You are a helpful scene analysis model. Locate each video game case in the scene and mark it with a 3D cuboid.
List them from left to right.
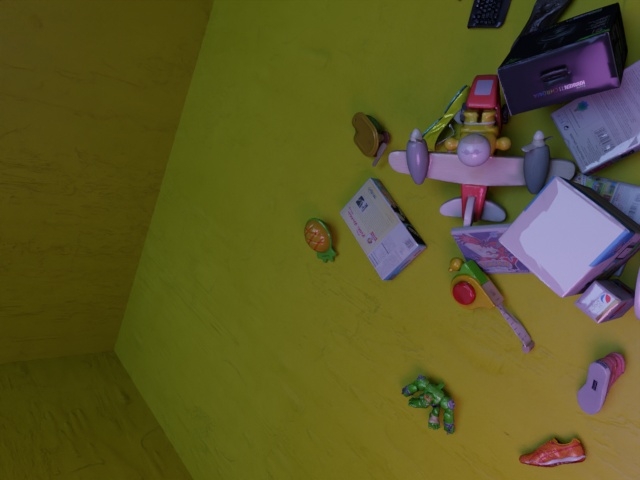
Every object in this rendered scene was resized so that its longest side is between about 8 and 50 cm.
[{"bbox_3d":[0.494,0.027,1.390,0.201,0.183,0.023,-4,43,44],"label":"video game case"},{"bbox_3d":[0.709,-0.049,1.276,0.206,0.026,0.227,25,105,42],"label":"video game case"}]

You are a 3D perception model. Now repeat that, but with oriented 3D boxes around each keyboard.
[{"bbox_3d":[0.511,-0.818,1.514,0.201,0.033,0.317,22,101,43],"label":"keyboard"}]

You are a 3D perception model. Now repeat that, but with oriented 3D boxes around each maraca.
[{"bbox_3d":[0.000,0.000,1.904,0.127,0.099,0.186,-10,106,51],"label":"maraca"}]

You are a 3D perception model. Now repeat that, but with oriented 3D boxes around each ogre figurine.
[{"bbox_3d":[0.346,0.502,1.544,0.197,0.096,0.118,-126,39,-49],"label":"ogre figurine"}]

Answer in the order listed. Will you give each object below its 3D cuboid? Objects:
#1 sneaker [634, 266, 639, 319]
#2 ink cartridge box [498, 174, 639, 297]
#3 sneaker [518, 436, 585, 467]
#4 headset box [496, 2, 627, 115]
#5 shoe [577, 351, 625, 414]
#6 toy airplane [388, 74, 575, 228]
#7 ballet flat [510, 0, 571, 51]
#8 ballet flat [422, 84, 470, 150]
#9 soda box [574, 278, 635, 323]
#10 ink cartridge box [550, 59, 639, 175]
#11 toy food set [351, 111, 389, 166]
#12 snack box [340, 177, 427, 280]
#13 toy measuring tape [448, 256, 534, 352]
[{"bbox_3d":[0.825,0.058,1.097,0.169,0.108,0.293,18,96,45],"label":"sneaker"},{"bbox_3d":[0.607,-0.007,1.167,0.197,0.270,0.198,51,121,31],"label":"ink cartridge box"},{"bbox_3d":[0.614,0.566,1.312,0.175,0.064,0.067,-29,48,33],"label":"sneaker"},{"bbox_3d":[0.598,-0.441,1.213,0.246,0.283,0.131,-7,121,41],"label":"headset box"},{"bbox_3d":[0.705,0.357,1.229,0.063,0.081,0.178,44,146,49],"label":"shoe"},{"bbox_3d":[0.431,-0.219,1.378,0.386,0.272,0.384,-40,78,21],"label":"toy airplane"},{"bbox_3d":[0.625,-0.615,1.382,0.084,0.058,0.250,42,110,34],"label":"ballet flat"},{"bbox_3d":[0.412,-0.379,1.560,0.077,0.077,0.231,47,123,11],"label":"ballet flat"},{"bbox_3d":[0.680,0.140,1.158,0.069,0.216,0.074,49,119,34],"label":"soda box"},{"bbox_3d":[0.742,-0.311,1.174,0.311,0.065,0.186,-34,65,39],"label":"ink cartridge box"},{"bbox_3d":[0.191,-0.372,1.771,0.218,0.071,0.128,60,149,30],"label":"toy food set"},{"bbox_3d":[0.211,-0.042,1.725,0.187,0.060,0.322,-48,57,30],"label":"snack box"},{"bbox_3d":[0.476,0.194,1.436,0.121,0.121,0.330,-43,73,33],"label":"toy measuring tape"}]
